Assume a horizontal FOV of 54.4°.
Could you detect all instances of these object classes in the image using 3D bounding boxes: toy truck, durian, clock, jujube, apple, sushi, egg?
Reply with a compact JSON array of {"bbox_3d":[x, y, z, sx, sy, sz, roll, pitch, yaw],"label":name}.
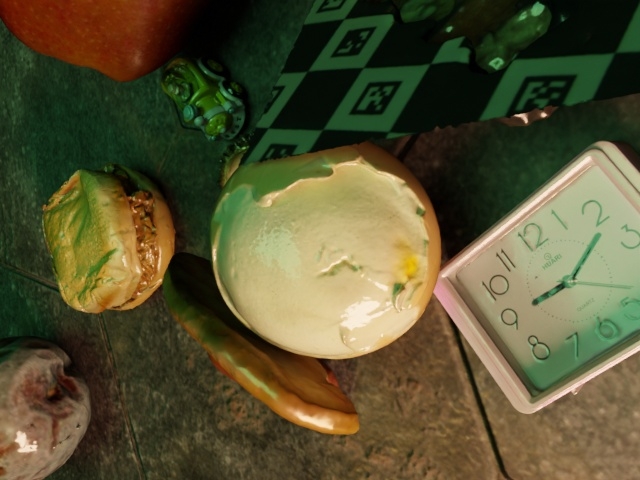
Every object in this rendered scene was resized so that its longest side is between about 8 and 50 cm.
[{"bbox_3d":[-0.143,-0.168,0.746,0.111,0.077,0.076,52,122,20],"label":"toy truck"},{"bbox_3d":[-0.087,-0.093,0.747,0.066,0.052,0.130,42,130,-19],"label":"durian"},{"bbox_3d":[0.208,0.034,0.515,0.197,0.063,0.150,-44,69,31],"label":"clock"},{"bbox_3d":[-0.510,0.269,0.966,0.308,0.247,0.215,-25,123,25],"label":"jujube"},{"bbox_3d":[-0.226,-0.341,0.653,0.288,0.288,0.317,51,146,21],"label":"apple"},{"bbox_3d":[0.130,-0.176,0.488,0.339,0.069,0.320,-6,52,35],"label":"sushi"},{"bbox_3d":[0.000,0.000,0.574,0.201,0.244,0.201,-2,103,-7],"label":"egg"}]

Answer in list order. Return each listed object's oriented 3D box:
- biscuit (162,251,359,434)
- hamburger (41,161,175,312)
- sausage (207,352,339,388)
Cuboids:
[{"bbox_3d":[-0.080,0.088,0.625,0.045,0.154,0.299,-59,31,5],"label":"biscuit"},{"bbox_3d":[-0.294,-0.001,0.858,0.213,0.108,0.214,3,96,36],"label":"hamburger"},{"bbox_3d":[-0.059,0.145,0.721,0.194,0.077,0.077,22,108,32],"label":"sausage"}]
